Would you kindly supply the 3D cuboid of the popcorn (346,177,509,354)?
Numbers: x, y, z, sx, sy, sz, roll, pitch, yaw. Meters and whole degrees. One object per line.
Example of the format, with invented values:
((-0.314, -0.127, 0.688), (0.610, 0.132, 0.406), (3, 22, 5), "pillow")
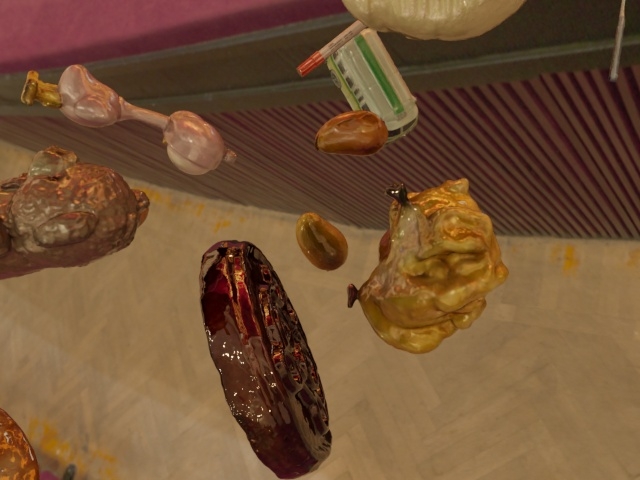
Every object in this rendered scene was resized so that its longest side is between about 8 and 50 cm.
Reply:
((0.220, 0.040, 1.115), (0.297, 0.281, 0.315), (-93, 22, -43), "popcorn")

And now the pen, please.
((0.045, -0.455, 1.328), (0.239, 0.028, 0.028), (-38, 53, 2), "pen")

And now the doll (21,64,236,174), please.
((-0.307, -0.205, 0.997), (0.094, 0.365, 0.160), (-61, 31, 13), "doll")

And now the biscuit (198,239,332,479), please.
((-0.076, 0.184, 0.971), (0.091, 0.407, 0.407), (-23, 59, 5), "biscuit")

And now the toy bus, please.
((0.135, -0.381, 1.457), (0.134, 0.165, 0.276), (-31, 91, -6), "toy bus")

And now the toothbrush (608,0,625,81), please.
((0.576, -0.405, 1.111), (0.019, 0.016, 0.219), (7, 79, 38), "toothbrush")

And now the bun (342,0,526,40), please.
((0.189, -0.486, 0.878), (0.365, 0.365, 0.219), (-28, 17, 29), "bun")

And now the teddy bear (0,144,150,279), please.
((-0.365, -0.027, 0.734), (0.267, 0.236, 0.151), (-15, 105, 18), "teddy bear")

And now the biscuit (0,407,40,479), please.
((-0.510, 0.280, 0.779), (0.040, 0.309, 0.204), (-45, 17, 17), "biscuit")

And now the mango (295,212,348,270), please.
((0.000, 0.000, 1.339), (0.103, 0.161, 0.076), (-24, 31, 20), "mango")

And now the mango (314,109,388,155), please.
((0.051, -0.180, 0.984), (0.127, 0.063, 0.077), (-6, 82, 6), "mango")

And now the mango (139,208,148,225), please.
((-0.458, -0.048, 1.293), (0.159, 0.084, 0.105), (-45, 42, -18), "mango")
